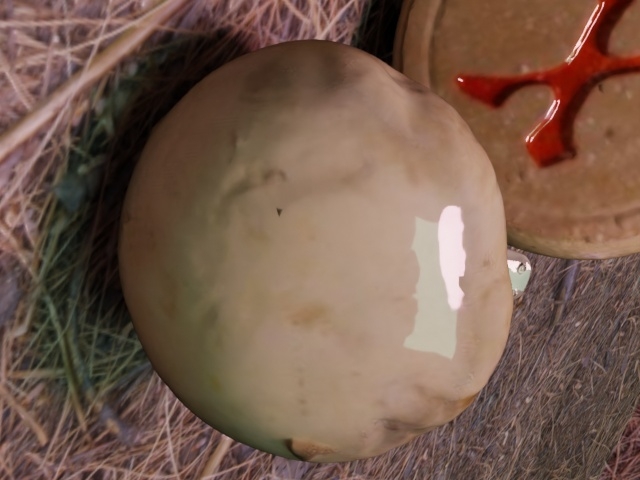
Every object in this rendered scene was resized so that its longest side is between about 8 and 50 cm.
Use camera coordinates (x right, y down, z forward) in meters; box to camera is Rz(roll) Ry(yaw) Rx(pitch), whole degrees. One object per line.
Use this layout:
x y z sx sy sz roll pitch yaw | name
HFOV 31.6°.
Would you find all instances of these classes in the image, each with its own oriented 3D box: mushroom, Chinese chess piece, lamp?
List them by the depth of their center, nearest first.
0.000 0.000 0.896 0.336 0.314 0.314 -67 -178 -80 | mushroom
0.230 -0.152 0.988 0.338 0.338 0.140 -64 169 9 | Chinese chess piece
0.110 0.002 1.020 0.056 0.198 0.050 9 104 -28 | lamp
